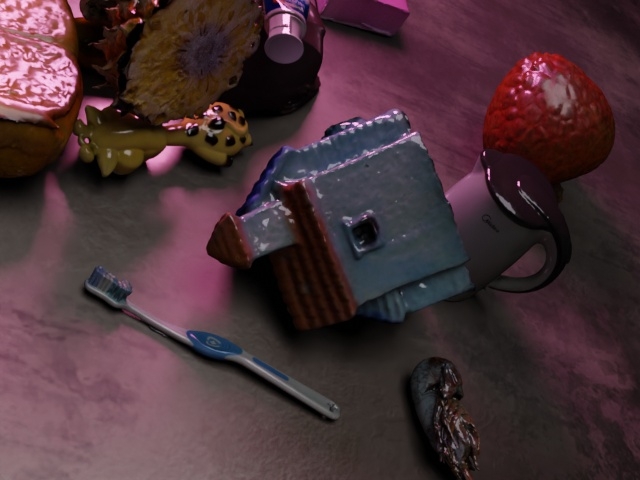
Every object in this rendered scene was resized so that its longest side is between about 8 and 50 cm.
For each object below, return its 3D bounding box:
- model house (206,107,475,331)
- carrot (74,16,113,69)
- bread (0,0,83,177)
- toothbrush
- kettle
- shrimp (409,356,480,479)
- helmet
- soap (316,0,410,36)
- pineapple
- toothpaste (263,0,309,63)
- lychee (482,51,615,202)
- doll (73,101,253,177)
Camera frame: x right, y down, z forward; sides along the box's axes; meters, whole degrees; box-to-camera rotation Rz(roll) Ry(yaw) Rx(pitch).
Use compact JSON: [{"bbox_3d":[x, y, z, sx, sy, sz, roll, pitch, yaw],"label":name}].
[{"bbox_3d":[0.000,0.000,1.148,0.329,0.252,0.294,-24,97,-17],"label":"model house"},{"bbox_3d":[-0.304,-0.292,1.228,0.173,0.082,0.082,5,57,-28],"label":"carrot"},{"bbox_3d":[-0.488,-0.238,1.040,0.337,0.148,0.327,9,50,-31],"label":"bread"},{"bbox_3d":[-0.137,0.146,1.065,0.386,0.040,0.040,33,48,-12],"label":"toothbrush"},{"bbox_3d":[0.277,-0.006,1.275,0.221,0.236,0.161,47,47,6],"label":"kettle"},{"bbox_3d":[0.190,0.277,1.141,0.090,0.079,0.232,32,36,-64],"label":"shrimp"},{"bbox_3d":[-0.097,-0.343,1.327,0.305,0.177,0.225,-23,71,-38],"label":"helmet"},{"bbox_3d":[0.071,-0.547,1.629,0.181,0.081,0.259,9,55,-26],"label":"soap"},{"bbox_3d":[-0.256,-0.329,1.099,0.272,0.262,0.262,44,46,20],"label":"pineapple"},{"bbox_3d":[-0.055,-0.381,1.230,0.096,0.061,0.266,19,48,-25],"label":"toothpaste"},{"bbox_3d":[0.424,-0.204,1.517,0.255,0.299,0.255,1,33,-1],"label":"lychee"},{"bbox_3d":[-0.222,-0.152,1.178,0.291,0.086,0.117,-13,77,-39],"label":"doll"}]
